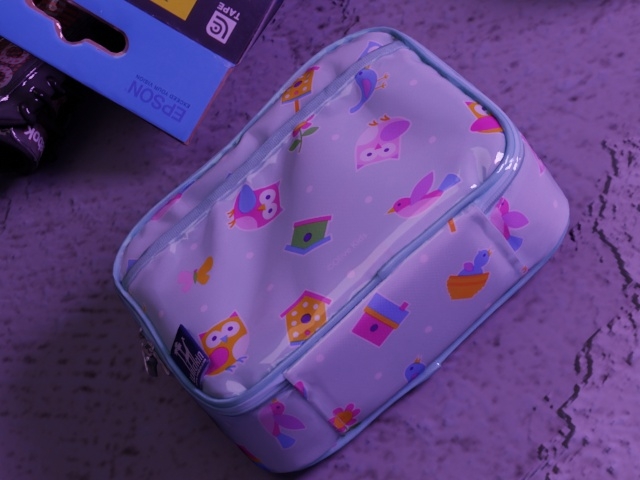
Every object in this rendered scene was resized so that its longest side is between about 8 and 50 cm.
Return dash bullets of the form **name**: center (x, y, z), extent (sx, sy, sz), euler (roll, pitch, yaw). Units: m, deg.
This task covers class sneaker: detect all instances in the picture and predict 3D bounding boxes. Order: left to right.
- **sneaker**: center (-0.223, -0.128, 1.460), extent (0.276, 0.097, 0.135), euler (-33, 61, -7)

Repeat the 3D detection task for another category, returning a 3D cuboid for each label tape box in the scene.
- **label tape box**: center (-0.112, -0.277, 1.380), extent (0.333, 0.240, 0.106), euler (-59, 2, 10)

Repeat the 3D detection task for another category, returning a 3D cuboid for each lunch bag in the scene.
- **lunch bag**: center (0.000, 0.000, 1.203), extent (0.279, 0.108, 0.224), euler (-41, 45, -1)
